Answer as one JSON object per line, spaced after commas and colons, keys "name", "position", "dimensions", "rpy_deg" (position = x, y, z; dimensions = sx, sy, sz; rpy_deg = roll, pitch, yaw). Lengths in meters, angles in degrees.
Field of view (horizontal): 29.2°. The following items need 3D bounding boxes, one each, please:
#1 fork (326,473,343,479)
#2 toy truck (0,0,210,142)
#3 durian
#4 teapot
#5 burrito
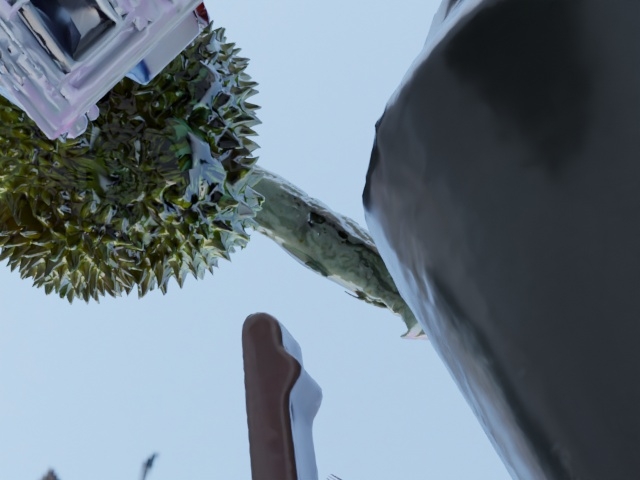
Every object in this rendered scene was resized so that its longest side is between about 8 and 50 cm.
{"name": "fork", "position": [0.056, 0.184, 0.867], "dimensions": [0.016, 0.115, 0.012], "rpy_deg": [-49, -149, 46]}
{"name": "toy truck", "position": [-0.149, -0.151, 0.406], "dimensions": [0.124, 0.155, 0.268], "rpy_deg": [-45, -132, -12]}
{"name": "durian", "position": [-0.172, -0.082, 0.981], "dimensions": [0.291, 0.224, 0.291], "rpy_deg": [3, -106, -10]}
{"name": "teapot", "position": [0.151, 0.067, 0.464], "dimensions": [0.376, 0.305, 0.362], "rpy_deg": [-17, -124, 11]}
{"name": "burrito", "position": [0.002, -0.002, 1.270], "dimensions": [0.309, 0.096, 0.066], "rpy_deg": [36, -74, 18]}
